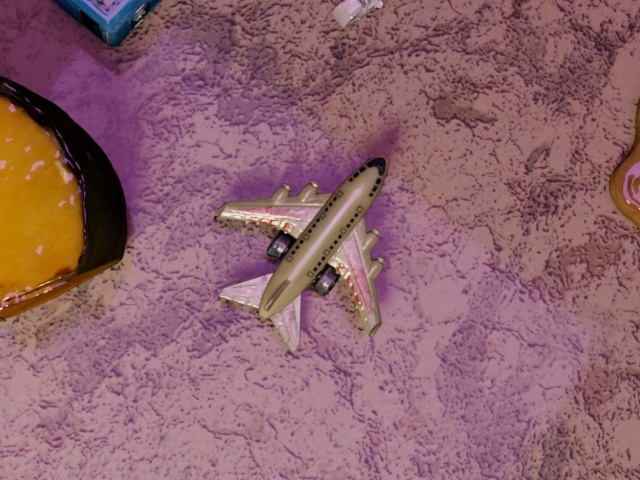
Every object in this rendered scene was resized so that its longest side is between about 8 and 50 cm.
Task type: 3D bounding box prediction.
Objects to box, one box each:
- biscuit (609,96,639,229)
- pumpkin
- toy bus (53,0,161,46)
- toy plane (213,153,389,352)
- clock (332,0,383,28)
[{"bbox_3d":[0.556,-0.080,1.408,0.385,0.062,0.365,31,80,-1],"label":"biscuit"},{"bbox_3d":[-0.361,-0.044,1.217,0.303,0.225,0.256,37,82,0],"label":"pumpkin"},{"bbox_3d":[-0.206,-0.353,1.338,0.134,0.113,0.246,42,81,-3],"label":"toy bus"},{"bbox_3d":[0.000,0.000,1.319,0.229,0.092,0.244,38,78,3],"label":"toy plane"},{"bbox_3d":[0.071,-0.305,1.380,0.129,0.087,0.041,-36,87,-2],"label":"clock"}]
